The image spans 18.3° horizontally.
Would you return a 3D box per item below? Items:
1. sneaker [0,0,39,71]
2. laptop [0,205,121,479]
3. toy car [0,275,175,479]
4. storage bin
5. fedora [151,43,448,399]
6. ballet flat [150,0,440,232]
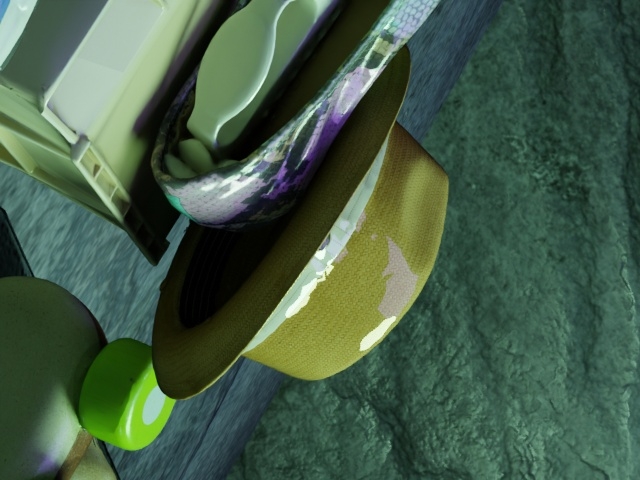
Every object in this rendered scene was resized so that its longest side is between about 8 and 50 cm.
[{"bbox_3d":[-0.136,-0.156,0.565,0.147,0.130,0.330,5,116,-62],"label":"sneaker"},{"bbox_3d":[-0.306,0.237,1.158,0.408,0.236,0.382,-25,-157,51],"label":"laptop"},{"bbox_3d":[-0.144,0.109,1.031,0.149,0.155,0.188,-66,159,-11],"label":"toy car"},{"bbox_3d":[-0.072,-0.148,0.868,0.262,0.123,0.260,-58,171,-8],"label":"storage bin"},{"bbox_3d":[0.000,0.000,0.907,0.194,0.079,0.194,-48,-158,26],"label":"fedora"},{"bbox_3d":[0.002,-0.103,0.811,0.221,0.077,0.079,-58,160,5],"label":"ballet flat"}]
